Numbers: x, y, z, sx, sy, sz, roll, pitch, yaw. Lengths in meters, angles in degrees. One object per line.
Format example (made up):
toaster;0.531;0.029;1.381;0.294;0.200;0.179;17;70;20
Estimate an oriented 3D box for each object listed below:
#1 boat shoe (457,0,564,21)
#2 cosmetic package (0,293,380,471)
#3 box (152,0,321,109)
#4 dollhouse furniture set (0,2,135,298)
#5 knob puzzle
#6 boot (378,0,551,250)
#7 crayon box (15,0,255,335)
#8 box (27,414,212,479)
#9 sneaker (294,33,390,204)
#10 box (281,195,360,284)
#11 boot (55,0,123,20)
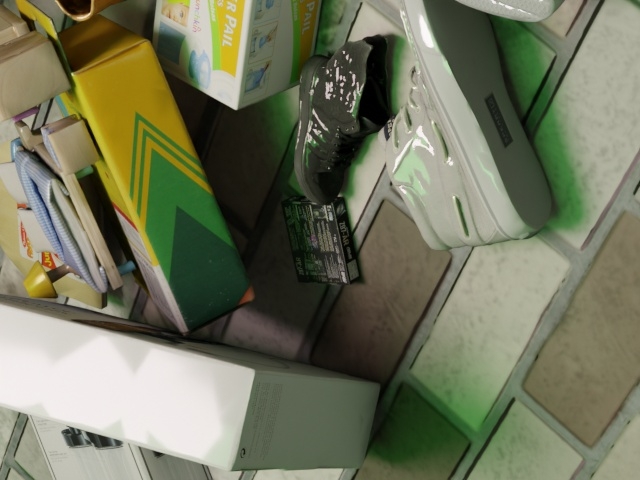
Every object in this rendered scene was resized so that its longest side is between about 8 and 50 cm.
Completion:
boat shoe;0.080;-0.295;1.412;0.335;0.119;0.121;37;160;26
cosmetic package;-0.172;0.128;1.678;0.377;0.284;0.097;12;87;24
box;-0.069;-0.237;1.588;0.114;0.103;0.203;29;127;30
dollhouse furniture set;-0.311;-0.034;1.690;0.303;0.198;0.286;68;168;-21
knob puzzle;-0.299;-0.032;1.947;0.213;0.030;0.213;20;123;34
boot;0.092;-0.110;1.508;0.123;0.095;0.258;-14;101;38
crayon box;-0.177;-0.089;1.677;0.318;0.081;0.202;68;168;-21
box;-0.209;0.257;1.963;0.169;0.087;0.290;-13;101;45
sneaker;0.024;-0.105;1.605;0.089;0.051;0.170;18;118;41
box;0.000;0.000;1.700;0.067;0.018;0.083;1;110;42
boot;-0.199;-0.354;1.564;0.104;0.211;0.295;-6;109;27
